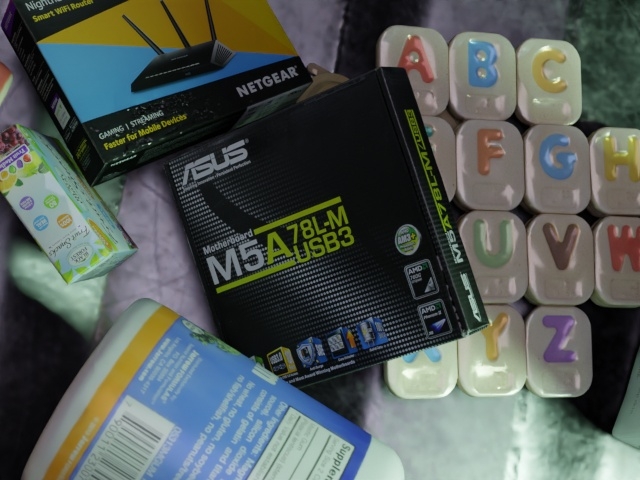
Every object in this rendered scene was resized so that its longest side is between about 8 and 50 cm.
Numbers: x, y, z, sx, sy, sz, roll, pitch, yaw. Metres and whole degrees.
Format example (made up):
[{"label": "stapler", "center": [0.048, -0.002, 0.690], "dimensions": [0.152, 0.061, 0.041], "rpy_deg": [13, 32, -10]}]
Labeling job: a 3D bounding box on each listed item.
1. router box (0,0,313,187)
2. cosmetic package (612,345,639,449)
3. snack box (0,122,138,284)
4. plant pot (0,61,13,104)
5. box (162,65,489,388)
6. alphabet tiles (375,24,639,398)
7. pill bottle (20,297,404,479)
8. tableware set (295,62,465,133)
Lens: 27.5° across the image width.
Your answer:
[{"label": "router box", "center": [-0.112, -0.130, 0.916], "dimensions": [0.179, 0.046, 0.133], "rpy_deg": [-26, 82, -32]}, {"label": "cosmetic package", "center": [0.362, 0.054, 0.851], "dimensions": [0.156, 0.385, 0.217], "rpy_deg": [24, 78, -8]}, {"label": "snack box", "center": [-0.170, -0.023, 0.864], "dimensions": [0.037, 0.141, 0.100], "rpy_deg": [-37, 90, 0]}, {"label": "plant pot", "center": [-0.340, -0.083, 0.789], "dimensions": [0.243, 0.275, 0.275], "rpy_deg": [33, 76, -17]}, {"label": "box", "center": [0.000, 0.000, 0.893], "dimensions": [0.045, 0.190, 0.184], "rpy_deg": [-15, 86, -60]}, {"label": "alphabet tiles", "center": [0.126, -0.021, 0.981], "dimensions": [0.284, 0.021, 0.278], "rpy_deg": [2, 82, -18]}, {"label": "pill bottle", "center": [-0.041, 0.168, 0.849], "dimensions": [0.272, 0.152, 0.152], "rpy_deg": [32, 76, 0]}, {"label": "tableware set", "center": [0.031, -0.052, 0.980], "dimensions": [0.141, 0.020, 0.169], "rpy_deg": [23, 76, -9]}]
